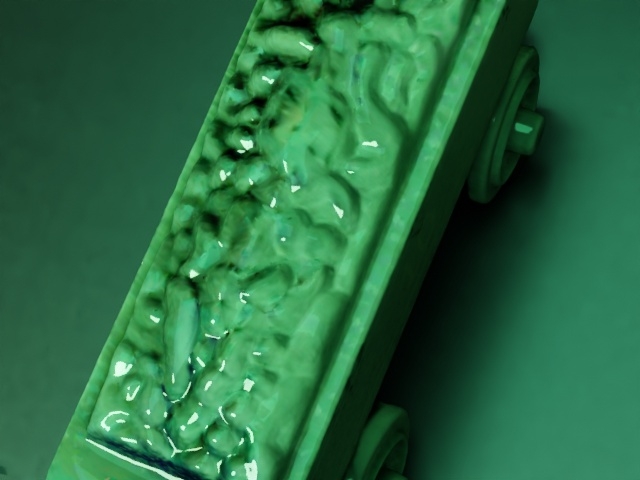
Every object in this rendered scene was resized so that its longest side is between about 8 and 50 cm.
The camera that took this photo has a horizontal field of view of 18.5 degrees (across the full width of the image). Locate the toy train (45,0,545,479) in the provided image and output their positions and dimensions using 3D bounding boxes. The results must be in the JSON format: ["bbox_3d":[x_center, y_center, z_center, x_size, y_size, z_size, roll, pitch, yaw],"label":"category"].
[{"bbox_3d":[0.000,0.000,0.444,0.070,0.099,0.172,20,79,15],"label":"toy train"}]
